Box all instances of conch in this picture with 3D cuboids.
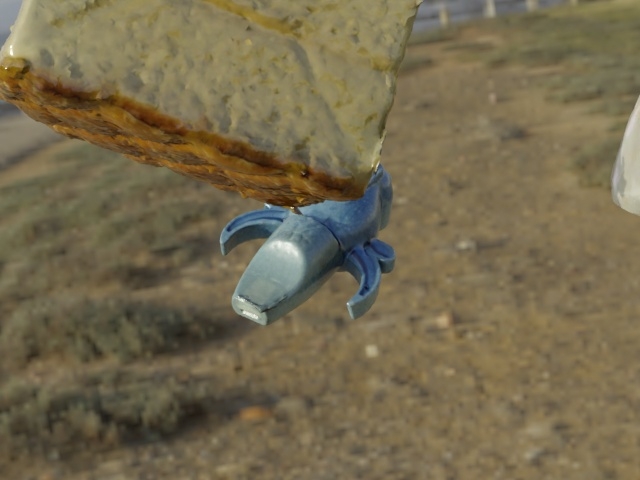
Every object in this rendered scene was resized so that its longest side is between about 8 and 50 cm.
[{"bbox_3d":[0.279,-0.077,1.183,0.104,0.176,0.094,15,22,26],"label":"conch"}]

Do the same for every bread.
[{"bbox_3d":[-0.093,-0.158,1.185,0.279,0.207,0.279,18,-3,-11],"label":"bread"}]

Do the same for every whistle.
[{"bbox_3d":[0.000,0.000,1.628,0.180,0.093,0.269,27,50,23],"label":"whistle"}]
